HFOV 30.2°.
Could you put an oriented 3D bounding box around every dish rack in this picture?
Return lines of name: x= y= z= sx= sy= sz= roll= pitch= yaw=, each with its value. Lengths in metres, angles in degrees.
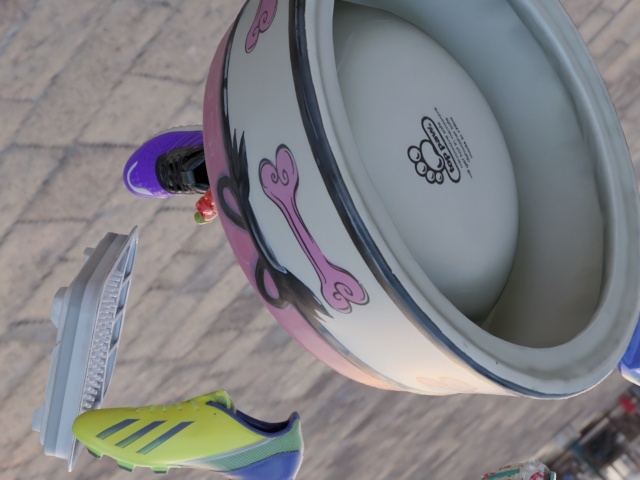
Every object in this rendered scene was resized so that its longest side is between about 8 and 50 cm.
dish rack: x=-0.331 y=0.137 z=1.665 sx=0.333 sy=0.072 sz=0.285 roll=-93 pitch=-164 yaw=-75

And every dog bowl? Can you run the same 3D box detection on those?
dog bowl: x=0.081 y=-0.062 z=0.924 sx=0.150 sy=0.408 sz=0.408 roll=-23 pitch=178 yaw=39

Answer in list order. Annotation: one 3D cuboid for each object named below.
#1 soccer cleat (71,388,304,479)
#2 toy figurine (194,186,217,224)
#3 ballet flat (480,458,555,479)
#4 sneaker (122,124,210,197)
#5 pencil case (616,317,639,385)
soccer cleat: x=-0.161 y=0.233 z=1.476 sx=0.093 sy=0.289 sz=0.121 roll=-76 pitch=176 yaw=-78
toy figurine: x=0.000 y=0.000 z=1.293 sx=0.191 sy=0.217 sz=0.362 roll=-32 pitch=180 yaw=-15
ballet flat: x=0.188 y=0.313 z=1.123 sx=0.091 sy=0.077 sz=0.241 roll=-53 pitch=140 yaw=-66
sneaker: x=-0.196 y=-0.118 z=1.836 sx=0.293 sy=0.102 sz=0.146 roll=-12 pitch=-161 yaw=22
pencil case: x=0.416 y=0.131 z=1.078 sx=0.119 sy=0.306 sz=0.133 roll=-11 pitch=119 yaw=-45
